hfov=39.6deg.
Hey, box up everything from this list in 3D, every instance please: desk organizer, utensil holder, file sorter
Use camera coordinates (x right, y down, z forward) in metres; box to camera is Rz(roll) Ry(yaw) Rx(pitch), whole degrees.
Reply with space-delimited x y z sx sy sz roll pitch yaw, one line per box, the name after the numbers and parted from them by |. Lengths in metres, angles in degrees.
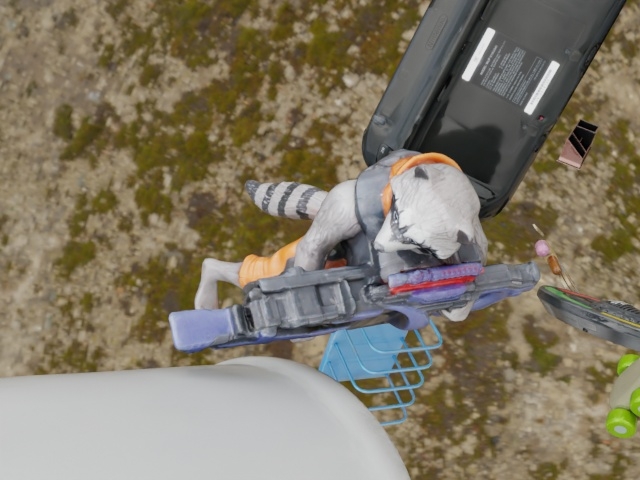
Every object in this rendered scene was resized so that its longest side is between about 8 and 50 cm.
0.505 -0.189 1.735 0.047 0.130 0.050 24 123 15 | desk organizer
-0.164 0.247 0.628 0.327 0.385 0.328 -6 81 40 | utensil holder
0.081 0.169 1.240 0.104 0.118 0.170 -115 32 -43 | file sorter

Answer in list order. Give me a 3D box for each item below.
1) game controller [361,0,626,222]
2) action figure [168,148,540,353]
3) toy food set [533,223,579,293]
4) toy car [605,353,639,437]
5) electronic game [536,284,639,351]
0.169 -0.176 0.872 0.166 0.067 0.319 28 108 1 | game controller
0.000 0.000 0.777 0.330 0.341 0.179 -17 80 55 | action figure
0.348 0.036 1.333 0.019 0.078 0.122 -33 64 16 | toy food set
0.612 0.282 1.535 0.188 0.155 0.149 28 139 3 | toy car
0.399 0.106 1.181 0.229 0.229 0.048 22 98 34 | electronic game
